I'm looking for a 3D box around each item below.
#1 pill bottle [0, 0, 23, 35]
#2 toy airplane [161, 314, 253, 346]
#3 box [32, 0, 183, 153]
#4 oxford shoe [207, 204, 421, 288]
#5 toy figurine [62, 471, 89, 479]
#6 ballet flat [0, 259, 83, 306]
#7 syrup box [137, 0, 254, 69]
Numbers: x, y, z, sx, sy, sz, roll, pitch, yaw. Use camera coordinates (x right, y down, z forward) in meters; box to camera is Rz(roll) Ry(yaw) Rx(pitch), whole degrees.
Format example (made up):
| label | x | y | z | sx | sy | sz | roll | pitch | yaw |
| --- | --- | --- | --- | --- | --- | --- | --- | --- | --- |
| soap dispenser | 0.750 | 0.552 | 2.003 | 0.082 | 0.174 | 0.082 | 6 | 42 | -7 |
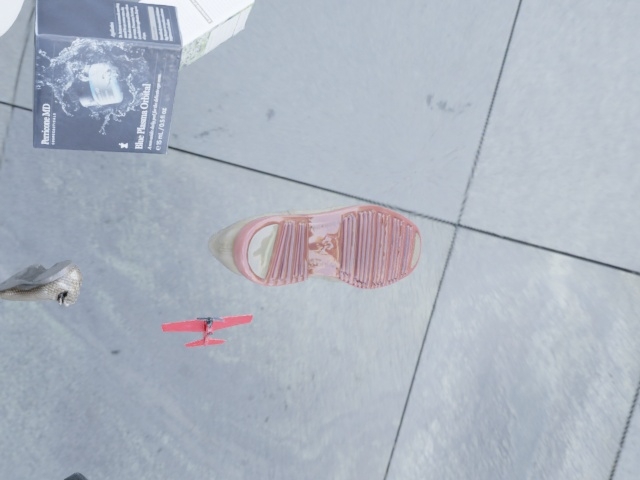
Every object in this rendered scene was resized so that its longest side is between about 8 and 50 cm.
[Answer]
| label | x | y | z | sx | sy | sz | roll | pitch | yaw |
| --- | --- | --- | --- | --- | --- | --- | --- | --- | --- |
| pill bottle | -0.747 | -0.512 | 1.607 | 0.392 | 0.224 | 0.224 | 24 | 97 | 12 |
| toy airplane | -0.188 | 0.149 | 1.462 | 0.151 | 0.151 | 0.028 | -12 | 72 | 7 |
| box | -0.249 | -0.188 | 1.030 | 0.158 | 0.093 | 0.156 | 1 | 134 | -18 |
| oxford shoe | 0.000 | 0.000 | 1.300 | 0.348 | 0.130 | 0.123 | 4 | 95 | -39 |
| toy figurine | -0.177 | 0.266 | 0.536 | 0.209 | 0.213 | 0.148 | -19 | 128 | 18 |
| ballet flat | -0.420 | 0.071 | 1.340 | 0.084 | 0.249 | 0.058 | -42 | 111 | -35 |
| syrup box | -0.221 | -0.311 | 1.322 | 0.237 | 0.093 | 0.096 | -37 | 87 | -22 |
